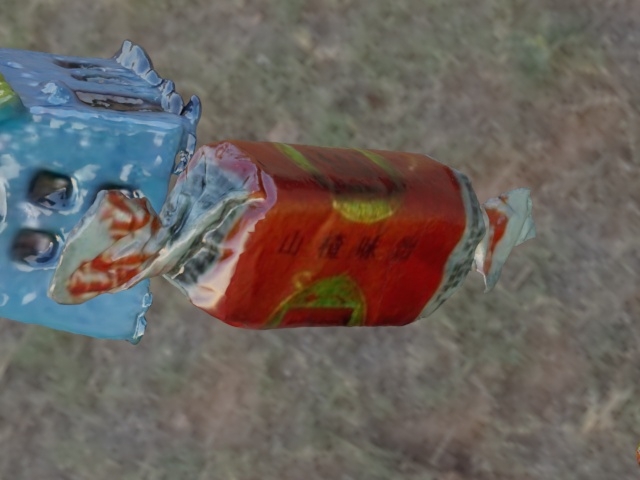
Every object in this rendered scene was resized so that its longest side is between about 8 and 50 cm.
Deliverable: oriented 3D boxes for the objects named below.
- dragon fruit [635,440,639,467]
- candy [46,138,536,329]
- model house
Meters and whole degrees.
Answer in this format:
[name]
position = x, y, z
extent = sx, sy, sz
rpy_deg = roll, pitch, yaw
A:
[dragon fruit]
position = 0.339, 0.219, 1.561
extent = 0.142, 0.175, 0.138
rpy_deg = -37, 29, 21
[candy]
position = 0.000, -0.001, 0.836
extent = 0.059, 0.292, 0.086
rpy_deg = 41, 116, 37
[model house]
position = -0.283, -0.057, 1.504
extent = 0.237, 0.303, 0.216
rpy_deg = 42, 123, 59
